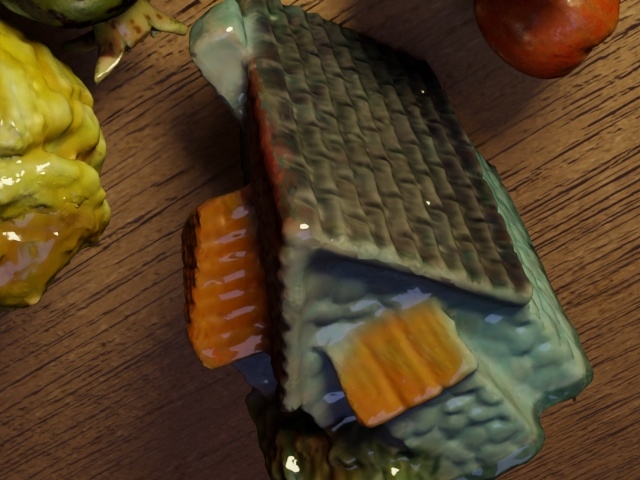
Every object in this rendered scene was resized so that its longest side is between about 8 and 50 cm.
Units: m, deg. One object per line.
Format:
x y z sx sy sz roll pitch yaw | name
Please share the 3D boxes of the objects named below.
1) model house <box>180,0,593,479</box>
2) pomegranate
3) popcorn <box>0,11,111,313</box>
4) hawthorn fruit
0.000 0.000 0.811 0.298 0.360 0.339 -26 133 14 | model house
-0.177 -0.210 0.727 0.149 0.148 0.169 -7 151 -8 | pomegranate
-0.306 -0.063 0.742 0.282 0.247 0.282 -7 146 -5 | popcorn
0.183 -0.196 0.828 0.140 0.125 0.125 6 132 -35 | hawthorn fruit
